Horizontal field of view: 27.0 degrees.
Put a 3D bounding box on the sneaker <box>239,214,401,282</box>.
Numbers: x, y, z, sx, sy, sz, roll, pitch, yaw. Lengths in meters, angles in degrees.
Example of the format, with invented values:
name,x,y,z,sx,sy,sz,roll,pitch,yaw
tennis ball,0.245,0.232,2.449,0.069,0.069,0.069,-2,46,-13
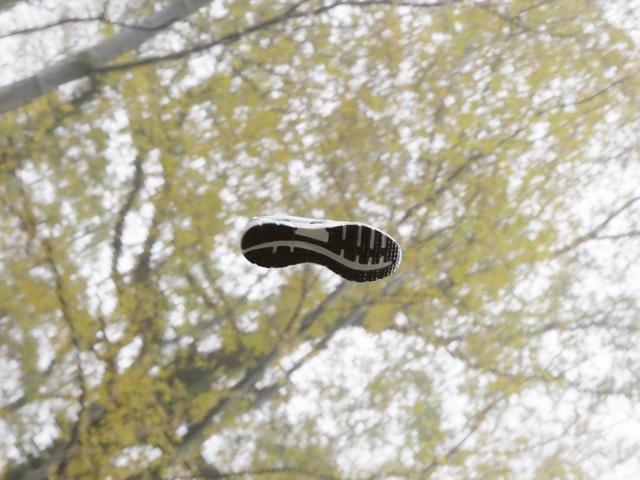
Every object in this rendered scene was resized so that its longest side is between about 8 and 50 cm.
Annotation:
name,x,y,z,sx,sy,sz,roll,pitch,yaw
sneaker,0.000,0.000,0.877,0.109,0.044,0.040,10,-76,-11
